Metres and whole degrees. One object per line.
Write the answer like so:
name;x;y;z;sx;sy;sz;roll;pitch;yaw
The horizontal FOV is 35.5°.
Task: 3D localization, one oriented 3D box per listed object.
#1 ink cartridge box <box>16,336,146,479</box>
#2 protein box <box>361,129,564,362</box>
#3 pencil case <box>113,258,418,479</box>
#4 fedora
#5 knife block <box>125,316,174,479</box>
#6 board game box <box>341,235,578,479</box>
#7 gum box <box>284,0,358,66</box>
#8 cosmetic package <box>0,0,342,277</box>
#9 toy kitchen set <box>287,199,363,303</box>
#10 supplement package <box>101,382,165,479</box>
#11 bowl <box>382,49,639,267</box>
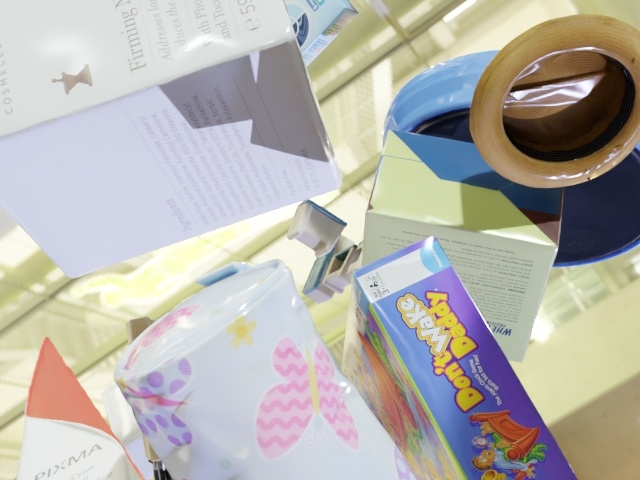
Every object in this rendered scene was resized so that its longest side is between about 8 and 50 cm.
ink cartridge box;-0.102;0.253;0.730;0.308;0.091;0.385;62;-179;-24
protein box;0.153;0.008;1.120;0.201;0.200;0.136;92;-168;-48
pencil case;0.001;0.144;0.564;0.273;0.113;0.124;57;-140;-11
fedora;0.231;-0.144;0.980;0.194;0.194;0.079;47;-169;-31
knife block;-0.234;0.280;1.493;0.276;0.242;0.088;37;164;-8
board game box;0.108;0.173;0.925;0.233;0.078;0.347;62;168;21
gum box;-0.054;-0.337;1.510;0.041;0.184;0.157;3;-130;-57
cosmetic package;-0.221;-0.210;1.261;0.327;0.394;0.329;68;-176;-61
toy kitchen set;0.000;0.000;1.718;0.166;0.207;0.122;32;-117;-17
supplement package;-0.332;0.343;1.893;0.105;0.105;0.179;59;177;-35
bowl;0.266;-0.088;1.308;0.391;0.391;0.077;44;-130;-39
